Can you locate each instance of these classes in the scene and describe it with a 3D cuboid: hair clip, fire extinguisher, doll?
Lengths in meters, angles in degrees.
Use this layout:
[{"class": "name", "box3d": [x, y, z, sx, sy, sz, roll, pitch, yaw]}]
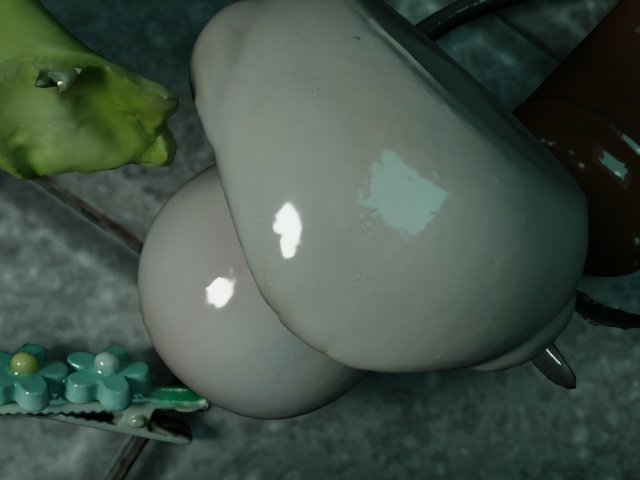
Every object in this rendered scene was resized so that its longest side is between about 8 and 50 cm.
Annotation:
[{"class": "hair clip", "box3d": [-0.141, 0.073, 0.704, 0.172, 0.049, 0.049, 5, 76, -17]}, {"class": "fire extinguisher", "box3d": [0.173, -0.095, 0.832, 0.200, 0.113, 0.376, 25, 61, 34]}, {"class": "doll", "box3d": [0.000, 0.000, 0.662, 0.221, 0.251, 0.221, -1, 105, -3]}]

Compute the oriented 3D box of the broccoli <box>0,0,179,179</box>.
[{"class": "broccoli", "box3d": [-0.253, -0.105, 0.601, 0.254, 0.186, 0.302, -37, 74, 19]}]
